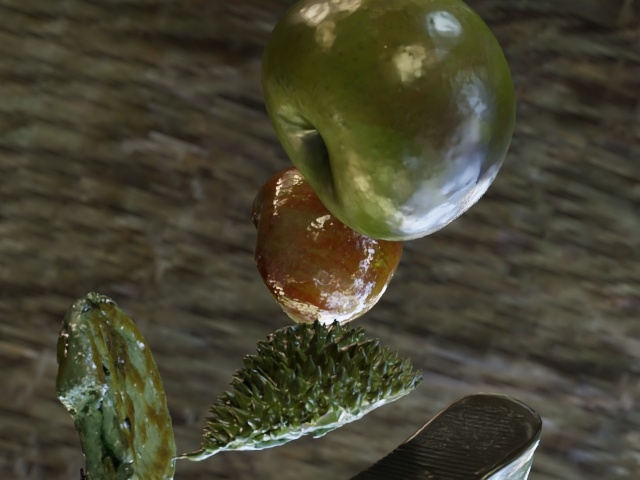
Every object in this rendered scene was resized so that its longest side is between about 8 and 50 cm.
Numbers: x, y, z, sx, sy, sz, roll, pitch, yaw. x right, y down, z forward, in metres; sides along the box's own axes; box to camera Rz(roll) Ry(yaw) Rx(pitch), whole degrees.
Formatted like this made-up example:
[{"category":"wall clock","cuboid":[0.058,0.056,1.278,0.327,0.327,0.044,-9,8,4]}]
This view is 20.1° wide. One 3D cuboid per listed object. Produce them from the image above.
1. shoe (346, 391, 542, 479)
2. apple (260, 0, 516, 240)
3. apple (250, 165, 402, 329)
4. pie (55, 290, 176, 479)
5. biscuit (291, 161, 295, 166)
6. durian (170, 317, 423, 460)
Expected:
[{"category":"shoe","cuboid":[0.086,0.240,1.524,0.103,0.275,0.098,31,-38,38]},{"category":"apple","cuboid":[0.050,-0.101,1.308,0.157,0.196,0.196,-31,-173,-22]},{"category":"apple","cuboid":[0.000,0.000,1.990,0.160,0.173,0.195,-46,-157,17]},{"category":"pie","cuboid":[-0.231,0.197,2.054,0.302,0.066,0.303,-16,90,-83]},{"category":"biscuit","cuboid":[0.045,-0.153,2.213,0.036,0.212,0.212,43,-65,44]},{"category":"durian","cuboid":[-0.013,0.113,1.468,0.137,0.220,0.095,-35,-100,48]}]
